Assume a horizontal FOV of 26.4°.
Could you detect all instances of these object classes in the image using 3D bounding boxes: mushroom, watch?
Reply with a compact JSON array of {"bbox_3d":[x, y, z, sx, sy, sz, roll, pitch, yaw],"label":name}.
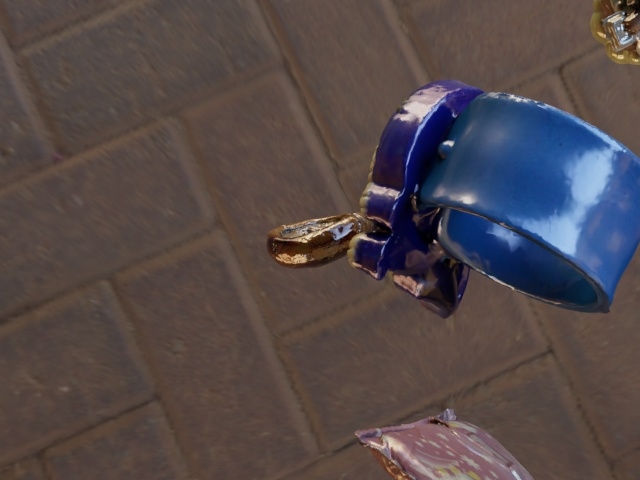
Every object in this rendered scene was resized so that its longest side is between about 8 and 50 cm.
[{"bbox_3d":[0.000,0.000,1.541,0.123,0.123,0.052,-11,100,4],"label":"mushroom"},{"bbox_3d":[0.144,-0.020,1.022,0.200,0.196,0.171,19,84,32],"label":"watch"}]

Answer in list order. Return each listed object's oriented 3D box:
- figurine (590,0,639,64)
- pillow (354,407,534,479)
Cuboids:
[{"bbox_3d":[0.308,-0.230,1.319,0.093,0.197,0.147,-27,76,9],"label":"figurine"},{"bbox_3d":[0.095,0.158,0.912,0.118,0.185,0.043,38,104,23],"label":"pillow"}]
